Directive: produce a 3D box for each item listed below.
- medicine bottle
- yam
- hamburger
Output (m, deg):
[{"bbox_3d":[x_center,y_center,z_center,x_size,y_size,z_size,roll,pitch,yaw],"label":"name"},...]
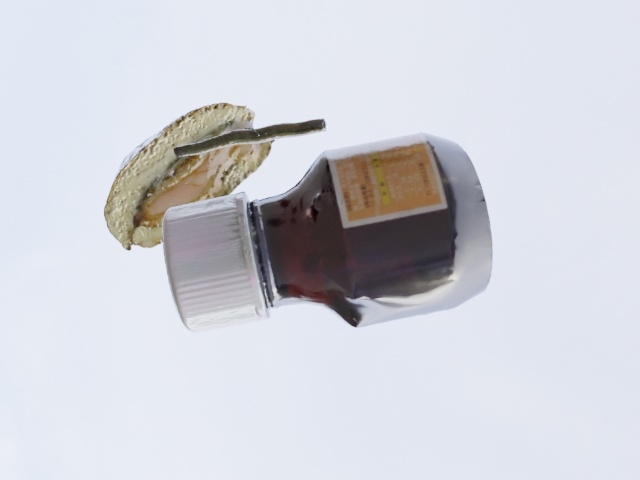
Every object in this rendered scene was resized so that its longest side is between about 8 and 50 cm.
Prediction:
[{"bbox_3d":[0.000,0.000,1.198,0.242,0.395,0.242,171,-90,-84],"label":"medicine bottle"},{"bbox_3d":[-0.106,-0.156,1.395,0.029,0.234,0.027,-92,171,-83],"label":"yam"},{"bbox_3d":[-0.263,-0.116,1.661,0.330,0.162,0.209,-44,-162,-18],"label":"hamburger"}]
